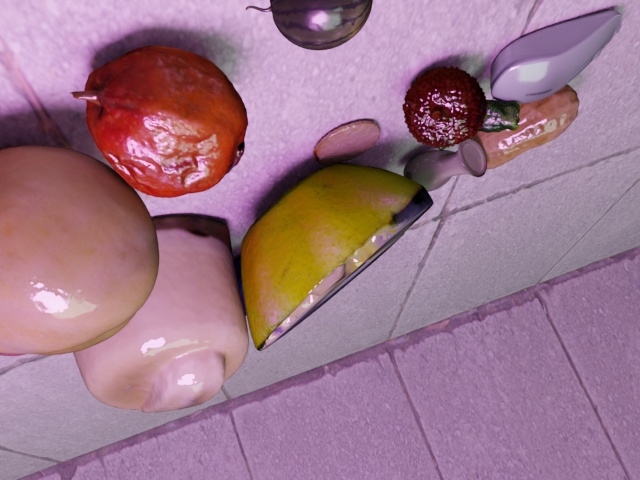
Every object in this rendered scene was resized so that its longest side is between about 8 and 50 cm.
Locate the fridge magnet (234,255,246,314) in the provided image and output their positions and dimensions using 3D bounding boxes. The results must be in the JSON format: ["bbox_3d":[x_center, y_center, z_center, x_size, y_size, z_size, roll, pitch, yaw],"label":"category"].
[{"bbox_3d":[-0.094,0.081,1.540,0.265,0.112,0.265,-20,160,-8],"label":"fridge magnet"}]

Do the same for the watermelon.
[{"bbox_3d":[-0.012,-0.247,0.762,0.133,0.105,0.105,-10,162,6],"label":"watermelon"}]

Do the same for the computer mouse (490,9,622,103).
[{"bbox_3d":[0.366,-0.275,1.146,0.231,0.079,0.128,-23,164,-8],"label":"computer mouse"}]

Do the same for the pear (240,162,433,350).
[{"bbox_3d":[-0.005,-0.001,1.271,0.399,0.165,0.399,-40,173,-6],"label":"pear"}]

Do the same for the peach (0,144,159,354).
[{"bbox_3d":[-0.333,0.009,0.873,0.247,0.292,0.292,-65,158,-4],"label":"peach"}]

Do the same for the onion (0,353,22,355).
[{"bbox_3d":[-0.486,0.105,1.121,0.195,0.159,0.159,-14,160,-22],"label":"onion"}]

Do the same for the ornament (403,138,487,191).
[{"bbox_3d":[0.217,-0.131,1.326,0.156,0.075,0.081,-16,-148,53],"label":"ornament"}]

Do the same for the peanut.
[{"bbox_3d":[0.348,-0.196,1.302,0.226,0.095,0.108,-31,163,28],"label":"peanut"}]

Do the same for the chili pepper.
[{"bbox_3d":[0.236,-0.190,1.195,0.073,0.050,0.182,27,162,-31],"label":"chili pepper"}]

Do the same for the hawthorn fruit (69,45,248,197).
[{"bbox_3d":[-0.168,-0.130,0.823,0.173,0.173,0.179,-22,162,1],"label":"hawthorn fruit"}]

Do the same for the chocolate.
[{"bbox_3d":[-0.278,0.154,1.272,0.314,0.297,0.326,-11,160,-15],"label":"chocolate"}]

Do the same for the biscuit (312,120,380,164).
[{"bbox_3d":[0.043,-0.156,1.195,0.120,0.015,0.120,-20,161,-7],"label":"biscuit"}]

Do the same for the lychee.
[{"bbox_3d":[0.186,-0.195,1.097,0.123,0.123,0.129,-29,168,20],"label":"lychee"}]
